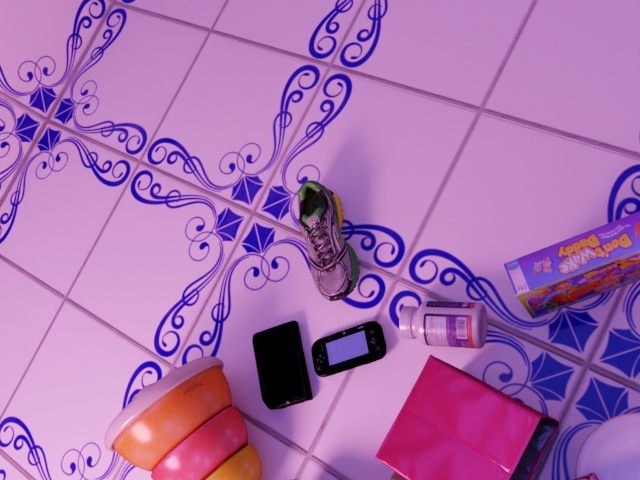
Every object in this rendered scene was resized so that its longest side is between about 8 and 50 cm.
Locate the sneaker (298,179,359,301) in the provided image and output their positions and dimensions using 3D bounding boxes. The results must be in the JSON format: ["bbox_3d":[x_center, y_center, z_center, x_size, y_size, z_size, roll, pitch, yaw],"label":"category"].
[{"bbox_3d":[0.000,0.000,1.866,0.134,0.146,0.343,-23,65,17],"label":"sneaker"}]

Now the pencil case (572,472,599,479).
[{"bbox_3d":[0.456,0.532,1.361,0.209,0.095,0.098,-32,69,16],"label":"pencil case"}]

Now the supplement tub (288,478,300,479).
[{"bbox_3d":[0.014,0.665,1.593,0.272,0.191,0.191,6,75,33],"label":"supplement tub"}]

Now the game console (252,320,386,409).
[{"bbox_3d":[-0.004,0.291,1.828,0.361,0.044,0.213,-21,65,17],"label":"game console"}]

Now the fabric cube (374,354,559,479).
[{"bbox_3d":[0.319,0.428,1.509,0.258,0.254,0.259,27,86,32],"label":"fabric cube"}]

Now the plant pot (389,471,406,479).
[{"bbox_3d":[0.196,0.587,1.601,0.109,0.096,0.109,13,79,27],"label":"plant pot"}]

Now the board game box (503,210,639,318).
[{"bbox_3d":[0.591,0.051,1.520,0.347,0.233,0.078,-23,64,17],"label":"board game box"}]

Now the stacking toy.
[{"bbox_3d":[-0.269,0.562,1.748,0.350,0.350,0.480,-42,76,7],"label":"stacking toy"}]

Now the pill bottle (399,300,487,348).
[{"bbox_3d":[0.291,0.199,1.682,0.193,0.108,0.108,0,73,25],"label":"pill bottle"}]

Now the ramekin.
[{"bbox_3d":[0.655,0.483,1.403,0.273,0.127,0.272,-9,69,23],"label":"ramekin"}]
